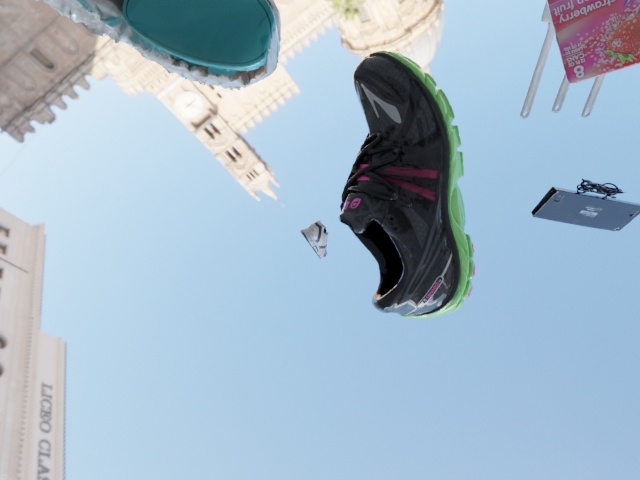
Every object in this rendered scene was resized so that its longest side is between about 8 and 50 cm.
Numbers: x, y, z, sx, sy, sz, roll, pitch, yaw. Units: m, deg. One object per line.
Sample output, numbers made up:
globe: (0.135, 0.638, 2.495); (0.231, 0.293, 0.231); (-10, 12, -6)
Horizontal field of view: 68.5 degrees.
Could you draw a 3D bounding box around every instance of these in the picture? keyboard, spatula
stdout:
keyboard: (0.472, -0.069, 0.823); (0.100, 0.192, 0.038); (116, -23, -49)
spatula: (0.430, -0.316, 0.774); (0.168, 0.242, 0.019); (-2, -147, -9)

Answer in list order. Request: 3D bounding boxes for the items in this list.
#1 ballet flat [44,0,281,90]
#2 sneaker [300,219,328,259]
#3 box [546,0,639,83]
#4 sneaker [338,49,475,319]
ballet flat: (-0.210, -0.293, 0.573); (0.409, 0.147, 0.147); (30, -105, 10)
sneaker: (0.000, 0.000, 0.859); (0.044, 0.109, 0.040); (-38, -115, -4)
box: (0.349, -0.243, 0.405); (0.257, 0.122, 0.128); (-8, -161, 46)
sneaker: (0.126, -0.097, 0.810); (0.202, 0.185, 0.482); (-10, -94, -14)
